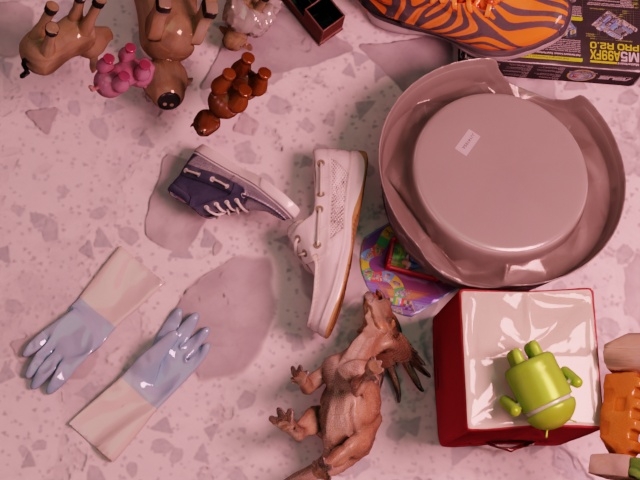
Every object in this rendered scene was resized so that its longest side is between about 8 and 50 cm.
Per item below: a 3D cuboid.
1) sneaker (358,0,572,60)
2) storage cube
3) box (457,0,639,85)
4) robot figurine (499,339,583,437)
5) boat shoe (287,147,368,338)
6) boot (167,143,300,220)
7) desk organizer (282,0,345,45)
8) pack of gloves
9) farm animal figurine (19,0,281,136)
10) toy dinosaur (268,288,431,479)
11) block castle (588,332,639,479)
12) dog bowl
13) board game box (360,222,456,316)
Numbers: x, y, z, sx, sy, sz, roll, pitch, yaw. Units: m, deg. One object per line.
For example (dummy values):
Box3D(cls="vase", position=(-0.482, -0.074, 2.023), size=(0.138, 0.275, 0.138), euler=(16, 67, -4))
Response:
Box3D(cls="sneaker", position=(0.182, -0.344, 1.925), size=(0.321, 0.180, 0.124), euler=(8, 78, 22))
Box3D(cls="storage cube", position=(0.258, 0.170, 1.845), size=(0.184, 0.193, 0.215), euler=(0, 76, -6))
Box3D(cls="box", position=(0.343, -0.349, 2.057), size=(0.270, 0.060, 0.216), euler=(3, 76, -4))
Box3D(cls="robot figurine", position=(0.272, 0.183, 1.708), size=(0.101, 0.067, 0.115), euler=(-24, 80, -10))
Box3D(cls="boat shoe", position=(0.000, 0.000, 1.918), size=(0.096, 0.098, 0.277), euler=(10, 67, 0))
Box3D(cls="boot", position=(-0.121, -0.056, 1.915), size=(0.190, 0.069, 0.086), euler=(31, 79, 30))
Box3D(cls="desk organizer", position=(-0.021, -0.355, 2.026), size=(0.047, 0.050, 0.130), euler=(-37, 82, -13))
Box3D(cls="pack of gloves", position=(-0.277, 0.148, 1.874), size=(0.195, 0.046, 0.232), euler=(40, 75, 4))
Box3D(cls="farm animal figurine", position=(-0.236, -0.280, 1.927), size=(0.330, 0.172, 0.326), euler=(20, 55, -14))
Box3D(cls="toy dinosaur", position=(0.046, 0.222, 1.854), size=(0.127, 0.200, 0.295), euler=(25, 98, 28))
Box3D(cls="block castle", position=(0.488, 0.351, 1.732), size=(0.213, 0.303, 0.453), euler=(-1, 72, 38))
Box3D(cls="dog bowl", position=(0.244, -0.081, 1.935), size=(0.349, 0.102, 0.348), euler=(3, 66, -7))
Box3D(cls="board game box", position=(0.140, 0.022, 1.954), size=(0.169, 0.033, 0.133), euler=(-30, 81, -13))
